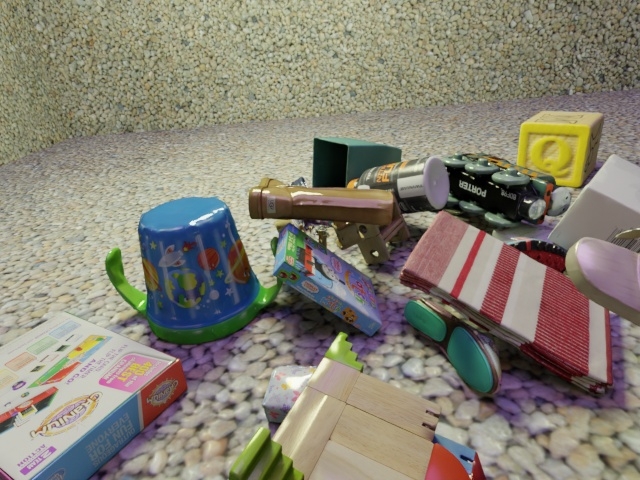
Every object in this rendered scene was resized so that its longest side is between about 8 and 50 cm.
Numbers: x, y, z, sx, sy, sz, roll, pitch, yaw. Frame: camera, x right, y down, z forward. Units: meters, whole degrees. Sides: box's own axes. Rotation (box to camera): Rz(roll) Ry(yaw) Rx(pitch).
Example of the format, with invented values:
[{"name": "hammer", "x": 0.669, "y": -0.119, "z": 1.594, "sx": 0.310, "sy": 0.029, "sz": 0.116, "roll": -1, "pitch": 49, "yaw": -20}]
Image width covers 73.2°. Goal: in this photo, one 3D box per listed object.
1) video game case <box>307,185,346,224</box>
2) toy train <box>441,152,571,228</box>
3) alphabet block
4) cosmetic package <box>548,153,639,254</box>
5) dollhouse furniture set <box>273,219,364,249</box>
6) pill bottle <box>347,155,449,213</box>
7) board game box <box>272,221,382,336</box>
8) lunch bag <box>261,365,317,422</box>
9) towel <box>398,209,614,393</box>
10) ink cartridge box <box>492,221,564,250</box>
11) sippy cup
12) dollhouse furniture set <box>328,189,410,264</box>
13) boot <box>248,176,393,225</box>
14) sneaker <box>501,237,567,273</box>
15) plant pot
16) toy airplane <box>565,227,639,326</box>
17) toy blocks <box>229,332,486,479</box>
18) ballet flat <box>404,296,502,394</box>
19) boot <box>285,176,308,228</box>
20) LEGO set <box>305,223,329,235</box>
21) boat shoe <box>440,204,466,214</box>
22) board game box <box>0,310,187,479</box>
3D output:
[{"name": "video game case", "x": 0.065, "y": -0.104, "z": 1.277, "sx": 0.232, "sy": 0.041, "sz": 0.210, "roll": 13, "pitch": 33, "yaw": 33}, {"name": "toy train", "x": 0.426, "y": -0.133, "z": 1.044, "sx": 0.191, "sy": 0.142, "sz": 0.334, "roll": -10, "pitch": 25, "yaw": -22}, {"name": "alphabet block", "x": 0.751, "y": -0.293, "z": 1.357, "sx": 0.194, "sy": 0.192, "sz": 0.197, "roll": 14, "pitch": 31, "yaw": 38}, {"name": "cosmetic package", "x": 0.609, "y": -0.031, "z": 0.832, "sx": 0.224, "sy": 0.138, "sz": 0.225, "roll": 38, "pitch": 46, "yaw": 24}, {"name": "dollhouse furniture set", "x": 0.000, "y": 0.000, "z": 0.983, "sx": 0.161, "sy": 0.101, "sz": 0.182, "roll": -24, "pitch": 28, "yaw": -5}, {"name": "pill bottle", "x": 0.185, "y": -0.128, "z": 1.088, "sx": 0.246, "sy": 0.130, "sz": 0.130, "roll": -5, "pitch": 21, "yaw": 42}, {"name": "board game box", "x": 0.013, "y": 0.067, "z": 0.796, "sx": 0.212, "sy": 0.039, "sz": 0.160, "roll": 35, "pitch": 20, "yaw": -17}, {"name": "lunch bag", "x": -0.037, "y": 0.220, "z": 0.627, "sx": 0.071, "sy": 0.053, "sz": 0.083, "roll": -2, "pitch": 36, "yaw": 13}, {"name": "towel", "x": 0.311, "y": 0.081, "z": 0.716, "sx": 0.329, "sy": 0.037, "sz": 0.237, "roll": 31, "pitch": 39, "yaw": 14}, {"name": "ink cartridge box", "x": 0.458, "y": 0.006, "z": 0.958, "sx": 0.089, "sy": 0.052, "sz": 0.122, "roll": -18, "pitch": 29, "yaw": -24}, {"name": "sippy cup", "x": -0.243, "y": 0.041, "z": 0.840, "sx": 0.306, "sy": 0.223, "sz": 0.240, "roll": -21, "pitch": 29, "yaw": -26}, {"name": "dollhouse furniture set", "x": 0.094, "y": -0.020, "z": 1.039, "sx": 0.184, "sy": 0.128, "sz": 0.129, "roll": -14, "pitch": 16, "yaw": 41}, {"name": "boot", "x": 0.004, "y": -0.077, "z": 0.900, "sx": 0.270, "sy": 0.089, "sz": 0.236, "roll": 2, "pitch": 16, "yaw": 2}, {"name": "sneaker", "x": 0.357, "y": 0.026, "z": 0.883, "sx": 0.262, "sy": 0.103, "sz": 0.125, "roll": 0, "pitch": 23, "yaw": 9}, {"name": "plant pot", "x": 0.118, "y": -0.219, "z": 1.280, "sx": 0.235, "sy": 0.165, "sz": 0.166, "roll": -12, "pitch": 25, "yaw": -34}, {"name": "toy airplane", "x": 0.494, "y": 0.106, "z": 0.412, "sx": 0.387, "sy": 0.272, "sz": 0.384, "roll": -5, "pitch": 46, "yaw": -23}, {"name": "toy blocks", "x": 0.056, "y": 0.279, "z": 0.386, "sx": 0.261, "sy": 0.190, "sz": 0.381, "roll": 18, "pitch": 34, "yaw": 19}, {"name": "ballet flat", "x": 0.224, "y": 0.156, "z": 0.692, "sx": 0.079, "sy": 0.076, "sz": 0.221, "roll": 4, "pitch": 19, "yaw": -27}, {"name": "boot", "x": -0.060, "y": -0.103, "z": 1.199, "sx": 0.086, "sy": 0.069, "sz": 0.189, "roll": -32, "pitch": 48, "yaw": 11}, {"name": "LEGO set", "x": -0.006, "y": -0.033, "z": 1.168, "sx": 0.083, "sy": 0.023, "sz": 0.054, "roll": 10, "pitch": 30, "yaw": 29}, {"name": "boat shoe", "x": 0.330, "y": -0.127, "z": 1.229, "sx": 0.220, "sy": 0.077, "sz": 0.070, "roll": 22, "pitch": 36, "yaw": 41}, {"name": "board game box", "x": -0.408, "y": 0.233, "z": 0.662, "sx": 0.317, "sy": 0.064, "sz": 0.242, "roll": 11, "pitch": 30, "yaw": 30}]
